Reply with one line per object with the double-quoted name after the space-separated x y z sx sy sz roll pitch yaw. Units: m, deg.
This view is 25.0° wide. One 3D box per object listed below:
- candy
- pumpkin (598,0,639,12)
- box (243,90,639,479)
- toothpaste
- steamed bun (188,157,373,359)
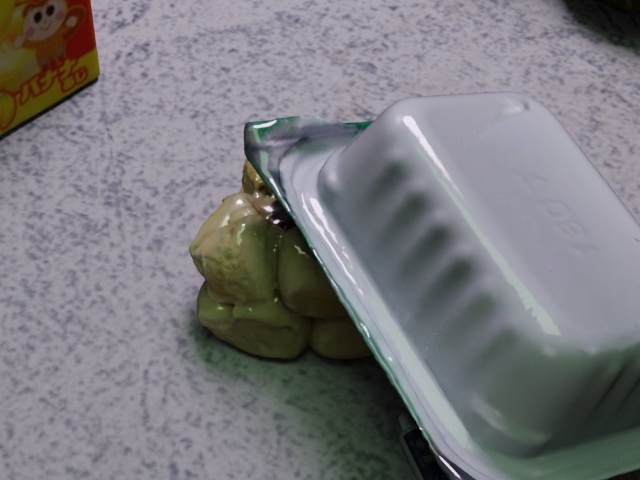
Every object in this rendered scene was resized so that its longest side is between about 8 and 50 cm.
-0.271 -0.224 1.194 0.146 0.276 0.088 -37 59 -27 "candy"
0.322 -0.302 1.355 0.224 0.157 0.223 -2 37 1 "pumpkin"
0.136 0.008 1.026 0.264 0.106 0.336 -9 54 -39 "box"
0.085 0.176 1.011 0.037 0.021 0.140 -15 52 -15 "toothpaste"
0.000 0.000 1.111 0.192 0.106 0.177 17 51 12 "steamed bun"
